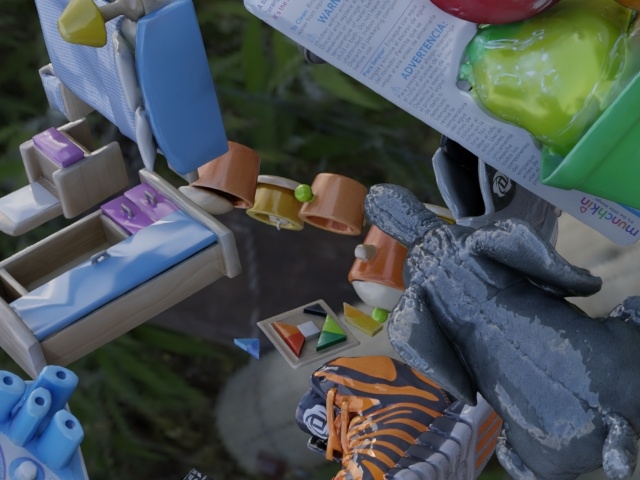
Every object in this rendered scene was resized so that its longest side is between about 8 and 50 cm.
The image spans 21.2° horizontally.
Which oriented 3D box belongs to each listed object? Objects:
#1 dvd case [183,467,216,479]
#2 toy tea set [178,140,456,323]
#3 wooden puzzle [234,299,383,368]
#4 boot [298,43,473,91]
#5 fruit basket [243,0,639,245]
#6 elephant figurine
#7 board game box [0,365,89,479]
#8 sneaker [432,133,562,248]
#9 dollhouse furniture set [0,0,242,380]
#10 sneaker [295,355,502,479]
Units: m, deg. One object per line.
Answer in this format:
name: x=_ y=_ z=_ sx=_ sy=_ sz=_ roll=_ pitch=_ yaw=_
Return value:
dvd case: x=-0.081 y=0.254 z=1.522 sx=0.087 sy=0.119 sz=0.013 roll=-47 pitch=-21 yaw=-59
toy tea set: x=0.000 y=0.000 z=1.919 sx=0.200 sy=0.336 sz=0.124 roll=120 pitch=167 yaw=-79
wooden puzzle: x=-0.010 y=0.079 z=1.496 sx=0.078 sy=0.116 sz=0.014 roll=38 pitch=141 yaw=39
boot: x=0.080 y=-0.190 z=1.806 sx=0.076 sy=0.208 sz=0.189 roll=-40 pitch=-13 yaw=-31
fruit basket: x=0.174 y=-0.194 z=1.199 sx=0.327 sy=0.353 sz=0.165 roll=-53 pitch=5 yaw=32
elephant figurine: x=0.119 y=0.055 z=1.203 sx=0.169 sy=0.239 sz=0.186 roll=-49 pitch=4 yaw=-35
board game box: x=-0.286 y=0.243 z=1.053 sx=0.050 sy=0.390 sz=0.390 roll=-51 pitch=48 yaw=40
sneaker: x=0.157 y=-0.087 z=1.448 sx=0.086 sy=0.132 sz=0.228 roll=-14 pitch=49 yaw=35
dollhouse furniture set: x=-0.233 y=-0.094 z=1.387 sx=0.286 sy=0.198 sz=0.303 roll=36 pitch=146 yaw=44
sneaker: x=0.037 y=0.222 z=1.664 sx=0.321 sy=0.180 sz=0.124 roll=-38 pitch=-41 yaw=-51
